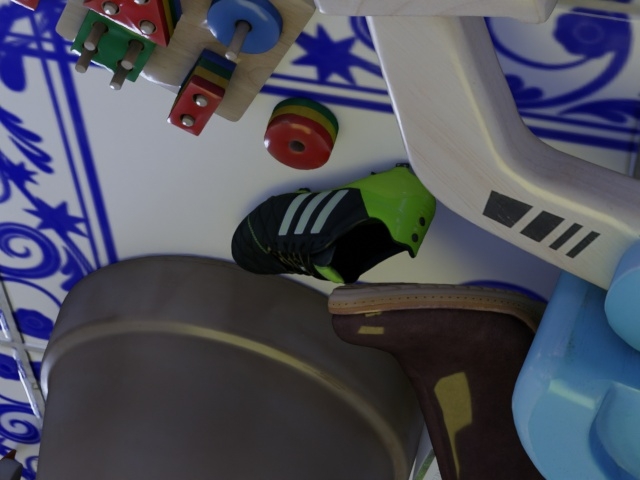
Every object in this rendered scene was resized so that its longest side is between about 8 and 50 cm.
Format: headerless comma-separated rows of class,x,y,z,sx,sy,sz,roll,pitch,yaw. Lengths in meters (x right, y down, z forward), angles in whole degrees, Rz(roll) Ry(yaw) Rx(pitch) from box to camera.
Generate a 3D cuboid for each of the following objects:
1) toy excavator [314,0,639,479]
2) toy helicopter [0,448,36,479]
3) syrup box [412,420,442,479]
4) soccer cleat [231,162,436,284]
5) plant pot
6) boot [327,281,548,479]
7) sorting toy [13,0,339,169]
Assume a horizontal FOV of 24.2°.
toy excavator,0.188,0.024,0.878,0.445,0.222,0.433,21,140,7
toy helicopter,-0.267,0.280,1.469,0.235,0.140,0.355,27,156,-24
syrup box,0.199,0.166,1.140,0.237,0.096,0.093,17,147,0
soccer cleat,0.000,0.000,1.024,0.179,0.072,0.060,-18,131,39
plant pot,-0.101,0.216,1.180,0.323,0.280,0.323,12,143,9
boot,0.103,0.137,0.996,0.248,0.207,0.090,11,174,-32
sorting toy,-0.097,-0.131,0.914,0.274,0.046,0.132,27,143,-12
